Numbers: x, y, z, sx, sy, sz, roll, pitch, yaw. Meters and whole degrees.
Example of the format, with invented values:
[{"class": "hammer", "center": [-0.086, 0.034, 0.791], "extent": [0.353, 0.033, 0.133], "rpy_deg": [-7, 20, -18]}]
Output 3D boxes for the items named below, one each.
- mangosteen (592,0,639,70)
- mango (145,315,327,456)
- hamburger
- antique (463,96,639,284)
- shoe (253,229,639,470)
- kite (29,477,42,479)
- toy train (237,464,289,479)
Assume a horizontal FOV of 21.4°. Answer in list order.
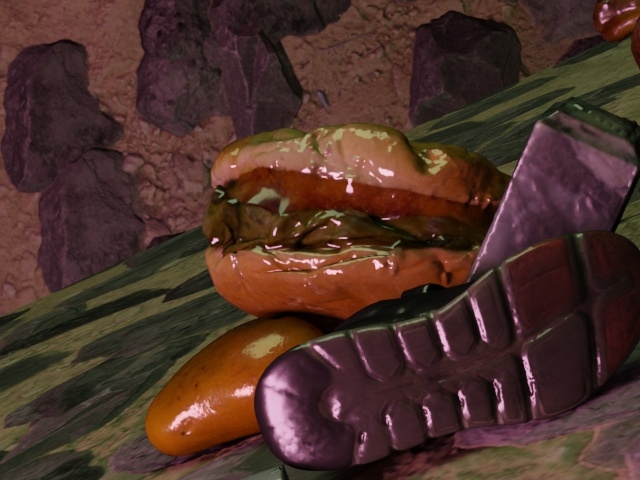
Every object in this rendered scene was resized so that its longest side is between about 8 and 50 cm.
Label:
[{"class": "mangosteen", "center": [0.392, -0.164, 1.280], "extent": [0.297, 0.293, 0.297], "rpy_deg": [-29, -23, -14]}, {"class": "mango", "center": [-0.067, 0.124, 1.455], "extent": [0.178, 0.090, 0.115], "rpy_deg": [-28, 13, 25]}, {"class": "hamburger", "center": [-0.002, -0.003, 1.495], "extent": [0.209, 0.162, 0.330], "rpy_deg": [22, -18, -31]}, {"class": "antique", "center": [0.180, -0.015, 1.294], "extent": [0.086, 0.183, 0.088], "rpy_deg": [25, 20, 10]}, {"class": "shoe", "center": [0.098, 0.083, 1.206], "extent": [0.290, 0.114, 0.137], "rpy_deg": [-20, -2, 6]}, {"class": "kite", "center": [-0.419, 0.294, 1.544], "extent": [0.360, 0.022, 0.204], "rpy_deg": [-21, 7, 7]}, {"class": "toy train", "center": [-0.117, 0.208, 1.167], "extent": [0.207, 0.047, 0.043], "rpy_deg": [-21, 7, 3]}]
